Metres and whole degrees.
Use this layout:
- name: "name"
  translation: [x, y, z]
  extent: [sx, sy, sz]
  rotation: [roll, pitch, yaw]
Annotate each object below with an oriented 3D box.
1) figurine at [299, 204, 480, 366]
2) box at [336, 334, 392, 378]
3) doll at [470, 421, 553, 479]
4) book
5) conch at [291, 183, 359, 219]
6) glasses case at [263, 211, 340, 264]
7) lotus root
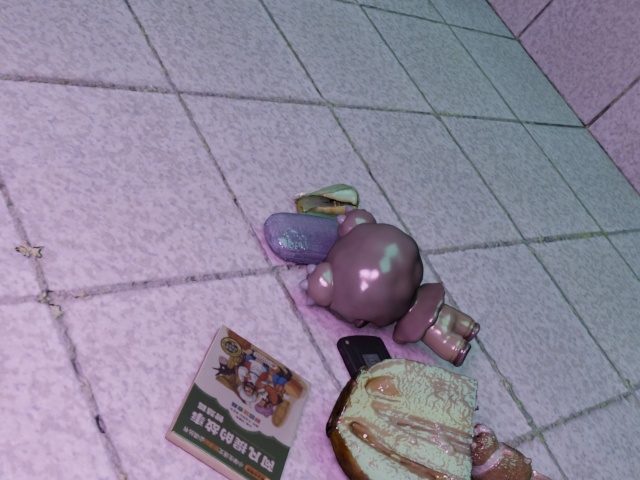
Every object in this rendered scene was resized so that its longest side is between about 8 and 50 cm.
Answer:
- name: "figurine"
  translation: [0.154, 0.111, 1.723]
  extent: [0.380, 0.203, 0.248]
  rotation: [37, 68, -8]
- name: "box"
  translation: [0.099, 0.244, 1.696]
  extent: [0.126, 0.027, 0.125]
  rotation: [3, 51, -43]
- name: "doll"
  translation: [0.355, 0.445, 1.662]
  extent: [0.221, 0.105, 0.115]
  rotation: [33, 73, -14]
- name: "book"
  translation: [-0.130, 0.285, 1.433]
  extent: [0.202, 0.027, 0.264]
  rotation: [36, 36, -10]
- name: "conch"
  translation: [0.021, -0.075, 1.921]
  extent: [0.170, 0.079, 0.106]
  rotation: [-10, 53, -31]
- name: "glasses case"
  translation: [0.000, 0.000, 1.822]
  extent: [0.282, 0.067, 0.109]
  rotation: [8, 51, -41]
- name: "lotus root"
  translation: [0.130, 0.357, 1.509]
  extent: [0.260, 0.149, 0.267]
  rotation: [18, 57, -12]
